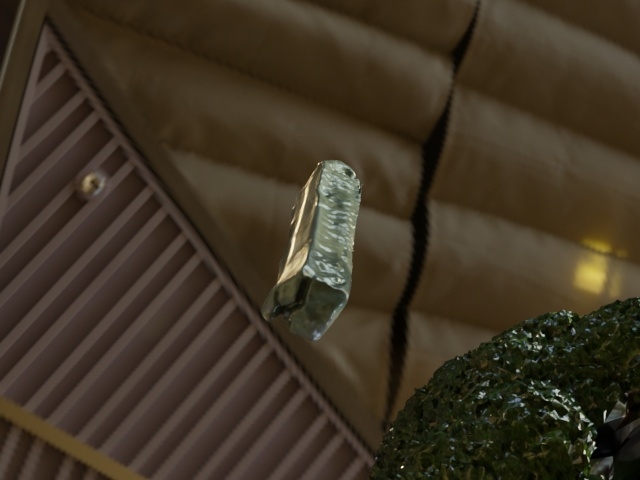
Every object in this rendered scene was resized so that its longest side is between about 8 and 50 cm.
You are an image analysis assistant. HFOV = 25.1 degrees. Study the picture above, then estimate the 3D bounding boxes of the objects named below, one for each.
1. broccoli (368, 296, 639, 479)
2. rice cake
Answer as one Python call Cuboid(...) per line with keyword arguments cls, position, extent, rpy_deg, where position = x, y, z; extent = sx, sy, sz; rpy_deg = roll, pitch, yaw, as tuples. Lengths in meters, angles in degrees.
Cuboid(cls="broccoli", position=(0.184, 0.207, 1.048), extent=(0.413, 0.321, 0.310), rpy_deg=(15, -117, -45))
Cuboid(cls="rice cake", position=(0.000, 0.000, 1.363), extent=(0.063, 0.336, 0.066), rpy_deg=(34, -72, -7))
